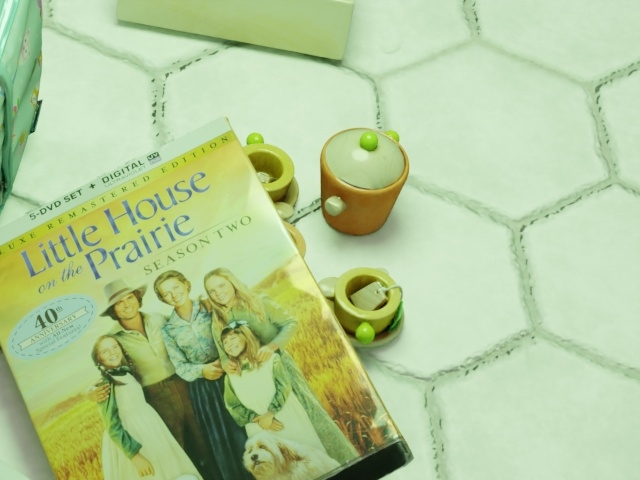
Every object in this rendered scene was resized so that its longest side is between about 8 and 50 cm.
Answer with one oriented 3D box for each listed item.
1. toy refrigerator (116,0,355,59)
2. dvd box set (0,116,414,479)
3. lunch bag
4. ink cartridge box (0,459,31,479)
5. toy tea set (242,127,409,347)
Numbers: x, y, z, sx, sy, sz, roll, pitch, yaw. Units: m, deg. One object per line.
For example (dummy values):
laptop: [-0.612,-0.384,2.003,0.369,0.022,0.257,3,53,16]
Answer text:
toy refrigerator: [-0.094,-0.292,2.189,0.269,0.094,0.102,10,43,-2]
dvd box set: [-0.138,0.105,1.803,0.308,0.062,0.420,-26,57,-3]
lunch bag: [-0.350,-0.150,1.908,0.108,0.279,0.224,9,60,-2]
ink cartridge box: [-0.373,0.235,1.680,0.208,0.087,0.153,30,35,15]
toy tea set: [0.000,0.000,1.937,0.200,0.124,0.336,1,50,-9]
